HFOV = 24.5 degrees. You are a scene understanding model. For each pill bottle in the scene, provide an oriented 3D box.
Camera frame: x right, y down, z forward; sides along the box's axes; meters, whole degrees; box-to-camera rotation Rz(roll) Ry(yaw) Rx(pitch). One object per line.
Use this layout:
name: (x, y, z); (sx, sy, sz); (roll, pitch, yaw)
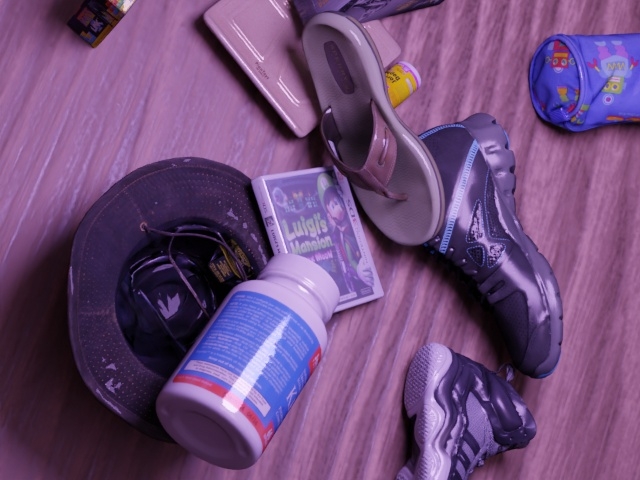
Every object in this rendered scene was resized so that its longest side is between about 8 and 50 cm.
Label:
pill bottle: (0.085, -0.186, 1.855); (0.083, 0.043, 0.043); (-42, 97, -24)
pill bottle: (-0.068, 0.120, 1.552); (0.124, 0.124, 0.221); (41, 55, -11)

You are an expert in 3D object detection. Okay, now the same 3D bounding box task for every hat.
hat: (-0.172, 0.072, 1.650); (0.331, 0.134, 0.331); (12, 71, -37)

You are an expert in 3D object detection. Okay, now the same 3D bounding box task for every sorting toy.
sorting toy: (-0.023, -0.253, 1.830); (0.208, 0.038, 0.193); (-43, 98, -28)

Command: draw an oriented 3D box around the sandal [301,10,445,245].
sandal: (0.045, -0.123, 1.757); (0.086, 0.120, 0.303); (-41, 108, -47)

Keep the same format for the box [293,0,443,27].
box: (0.106, -0.329, 1.790); (0.231, 0.183, 0.056); (-19, 82, -37)

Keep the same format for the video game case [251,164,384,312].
video game case: (0.000, 0.000, 1.740); (0.190, 0.022, 0.173); (-13, 84, -59)

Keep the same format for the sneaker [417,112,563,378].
sneaker: (0.196, 0.018, 1.835); (0.139, 0.125, 0.341); (-16, 78, -15)

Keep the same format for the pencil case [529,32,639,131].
pencil case: (0.431, -0.208, 1.965); (0.306, 0.119, 0.133); (-2, 83, -23)

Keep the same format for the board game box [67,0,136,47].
board game box: (-0.211, -0.315, 1.700); (0.048, 0.141, 0.170); (40, 68, -13)

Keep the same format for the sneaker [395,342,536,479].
sneaker: (0.178, 0.263, 1.777); (0.153, 0.101, 0.269); (10, 74, -18)
